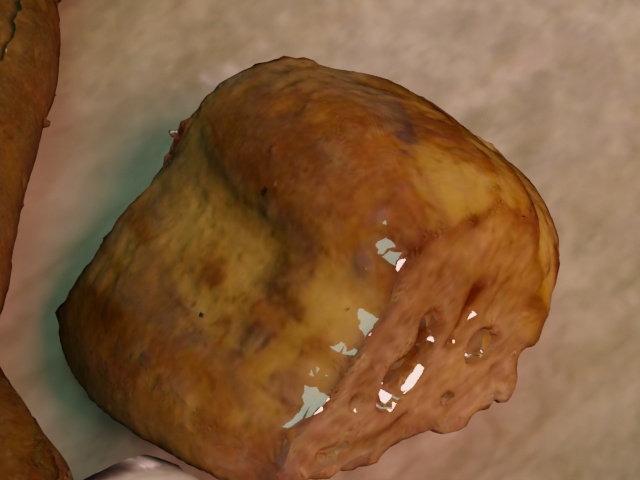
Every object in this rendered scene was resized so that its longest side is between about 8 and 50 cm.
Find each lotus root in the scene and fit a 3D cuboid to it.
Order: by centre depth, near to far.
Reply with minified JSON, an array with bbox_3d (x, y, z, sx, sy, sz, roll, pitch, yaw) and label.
[{"bbox_3d":[0.002,0.003,0.567,0.159,0.095,0.135,-20,26,-16],"label":"lotus root"}]

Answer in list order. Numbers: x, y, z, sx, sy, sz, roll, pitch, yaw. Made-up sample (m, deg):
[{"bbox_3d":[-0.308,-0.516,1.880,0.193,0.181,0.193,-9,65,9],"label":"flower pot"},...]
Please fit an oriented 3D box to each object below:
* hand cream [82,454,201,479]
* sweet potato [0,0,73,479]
[{"bbox_3d":[0.008,0.223,0.468,0.185,0.118,0.358,-33,70,-6],"label":"hand cream"},{"bbox_3d":[-0.122,0.000,0.599,0.112,0.085,0.285,-1,42,5],"label":"sweet potato"}]
